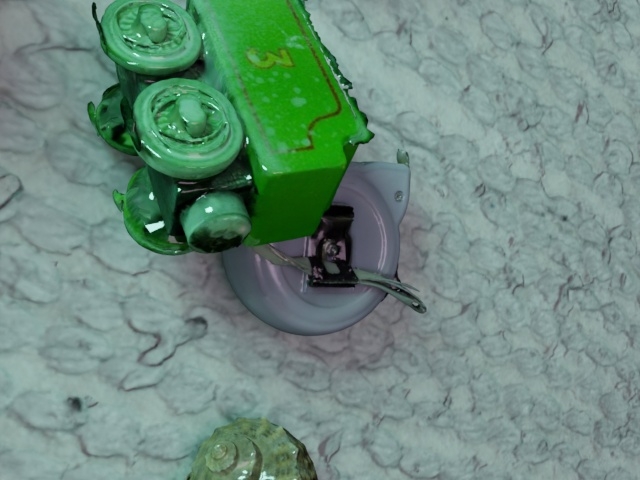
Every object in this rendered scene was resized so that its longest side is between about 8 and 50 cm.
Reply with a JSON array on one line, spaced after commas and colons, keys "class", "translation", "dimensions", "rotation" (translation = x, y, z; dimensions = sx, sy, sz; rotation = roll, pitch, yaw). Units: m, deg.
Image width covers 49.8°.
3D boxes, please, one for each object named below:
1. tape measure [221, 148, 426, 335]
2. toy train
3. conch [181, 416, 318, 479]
[{"class": "tape measure", "translation": [0.002, 0.003, 0.666], "dimensions": [0.196, 0.105, 0.178], "rotation": [-7, 97, -30]}, {"class": "toy train", "translation": [-0.079, -0.102, 0.557], "dimensions": [0.188, 0.132, 0.243], "rotation": [-10, 60, -23]}, {"class": "conch", "translation": [-0.071, 0.263, 0.664], "dimensions": [0.156, 0.130, 0.207], "rotation": [-15, 128, 5]}]
